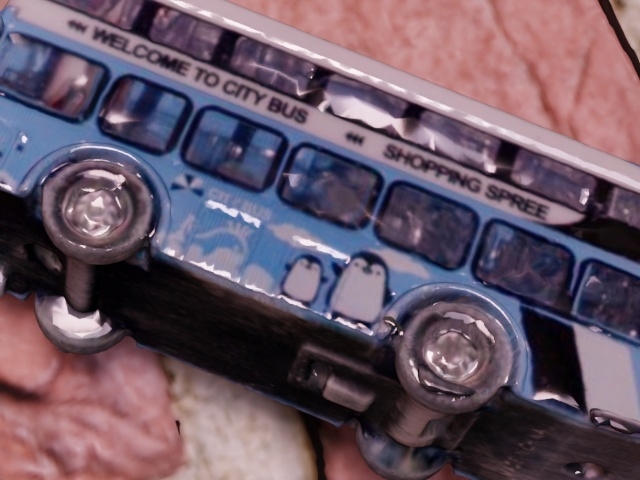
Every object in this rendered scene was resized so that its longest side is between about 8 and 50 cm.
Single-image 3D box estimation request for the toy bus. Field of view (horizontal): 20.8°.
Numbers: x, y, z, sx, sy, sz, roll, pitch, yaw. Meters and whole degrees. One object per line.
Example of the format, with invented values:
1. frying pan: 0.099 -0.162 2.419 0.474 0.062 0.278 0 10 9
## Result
1. toy bus: 0.000 0.000 0.668 0.297 0.106 0.131 23 62 1
